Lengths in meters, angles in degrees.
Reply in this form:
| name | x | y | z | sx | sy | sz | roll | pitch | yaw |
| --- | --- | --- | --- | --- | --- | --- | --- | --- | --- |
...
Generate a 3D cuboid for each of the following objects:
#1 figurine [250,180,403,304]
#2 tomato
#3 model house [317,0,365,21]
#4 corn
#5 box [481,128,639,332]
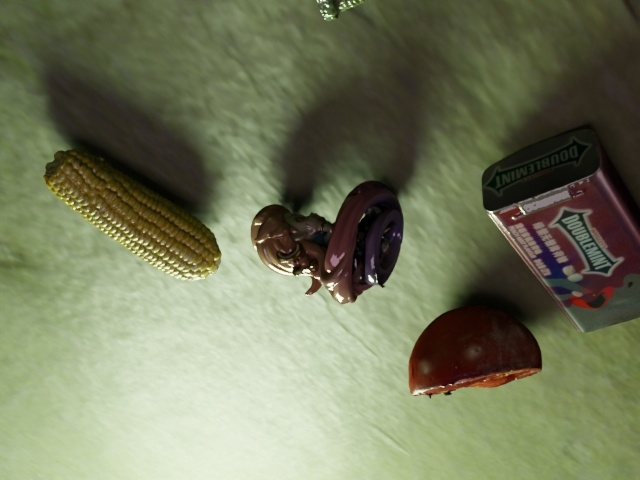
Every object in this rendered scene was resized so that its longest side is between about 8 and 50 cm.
| name | x | y | z | sx | sy | sz | roll | pitch | yaw |
| --- | --- | --- | --- | --- | --- | --- | --- | --- | --- |
| figurine | 0.005 | 0.009 | 0.942 | 0.157 | 0.126 | 0.114 | -12 | 92 | 18 |
| tomato | 0.169 | 0.122 | 1.067 | 0.159 | 0.091 | 0.139 | 6 | 158 | -42 |
| model house | 0.032 | -0.215 | 0.718 | 0.083 | 0.066 | 0.079 | -10 | 138 | 16 |
| corn | -0.185 | -0.023 | 0.966 | 0.206 | 0.067 | 0.067 | 37 | 131 | -26 |
| box | 0.259 | -0.001 | 0.928 | 0.120 | 0.069 | 0.224 | -23 | 131 | 28 |
